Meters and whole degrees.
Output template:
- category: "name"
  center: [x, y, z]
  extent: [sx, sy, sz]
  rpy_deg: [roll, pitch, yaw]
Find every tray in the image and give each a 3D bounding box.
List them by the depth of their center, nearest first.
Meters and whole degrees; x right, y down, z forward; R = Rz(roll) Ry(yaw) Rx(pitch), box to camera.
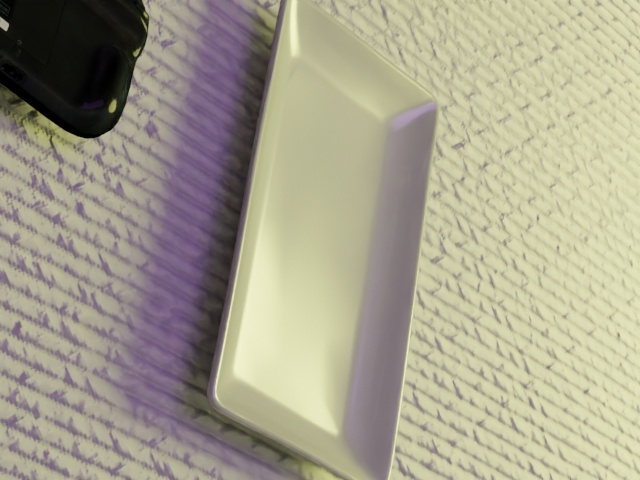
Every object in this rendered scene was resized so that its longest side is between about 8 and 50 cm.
- category: "tray"
  center: [0.000, 0.000, 1.012]
  extent: [0.145, 0.030, 0.270]
  rpy_deg: [34, 53, -38]

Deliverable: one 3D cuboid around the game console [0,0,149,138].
- category: "game console"
  center: [-0.220, -0.164, 0.810]
  extent: [0.361, 0.044, 0.213]
  rpy_deg: [38, 52, -34]
